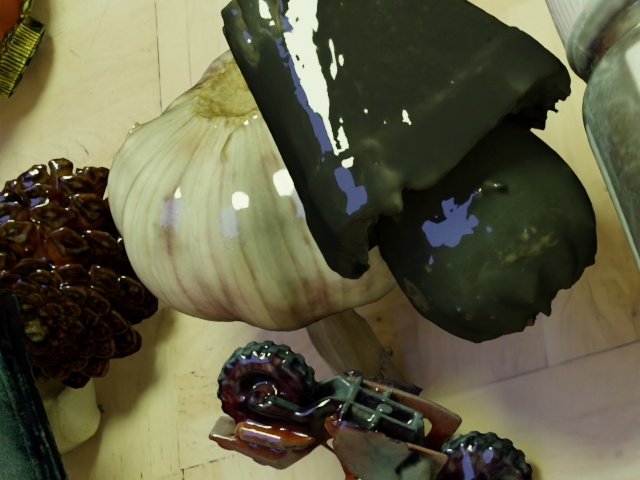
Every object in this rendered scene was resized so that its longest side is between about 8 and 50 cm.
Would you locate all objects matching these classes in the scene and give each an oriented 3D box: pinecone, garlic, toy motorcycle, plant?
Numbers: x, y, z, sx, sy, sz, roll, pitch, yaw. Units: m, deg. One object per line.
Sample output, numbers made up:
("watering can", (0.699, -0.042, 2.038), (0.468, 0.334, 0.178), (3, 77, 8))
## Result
("pinecone", (-0.199, 0.013, 1.504), (0.163, 0.163, 0.165), (-37, 32, 34))
("garlic", (0.000, 0.000, 1.297), (0.245, 0.245, 0.253), (1, 122, 46))
("toy motorcycle", (0.025, 0.146, 1.245), (0.212, 0.084, 0.118), (23, 120, 4))
("plant", (0.055, -0.060, 1.113), (0.164, 0.142, 0.256), (-40, 86, -11))

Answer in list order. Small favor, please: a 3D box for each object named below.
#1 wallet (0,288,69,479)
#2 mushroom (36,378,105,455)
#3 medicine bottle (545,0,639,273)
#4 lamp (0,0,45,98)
("wallet", (-0.238, 0.216, 1.456), (0.191, 0.046, 0.379), (-6, 103, 46))
("mushroom", (-0.310, 0.102, 1.640), (0.351, 0.095, 0.122), (27, 83, 44))
("medicine bottle", (0.231, -0.069, 1.072), (0.165, 0.165, 0.273), (-36, 57, 34))
("lamp", (-0.337, -0.198, 1.661), (0.223, 0.196, 0.223), (-61, 7, 12))
